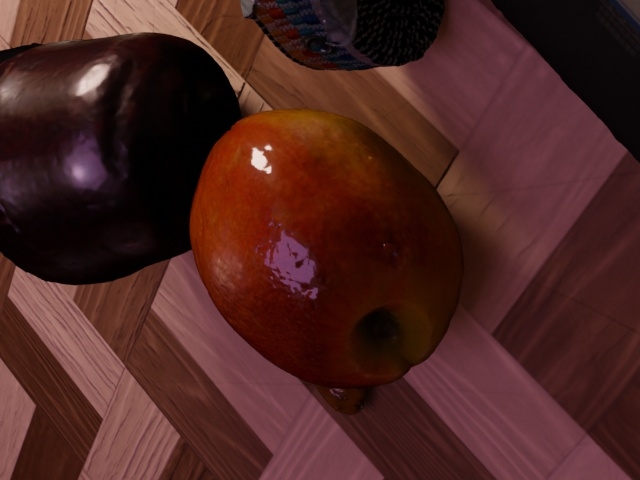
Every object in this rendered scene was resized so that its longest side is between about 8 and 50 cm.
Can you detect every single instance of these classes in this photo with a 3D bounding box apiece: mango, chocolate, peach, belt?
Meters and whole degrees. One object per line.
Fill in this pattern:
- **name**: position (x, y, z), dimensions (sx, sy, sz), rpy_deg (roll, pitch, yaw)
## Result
- **mango**: position (0.020, 0.188, 1.593), dimensions (0.077, 0.063, 0.127), rpy_deg (-36, 79, 55)
- **chocolate**: position (-0.270, -0.139, 1.562), dimensions (0.331, 0.384, 0.383), rpy_deg (-20, 92, 35)
- **peach**: position (-0.001, 0.002, 1.374), dimensions (0.372, 0.373, 0.290), rpy_deg (45, 100, 22)
- **belt**: position (0.020, -0.302, 1.263), dimensions (0.150, 0.207, 0.257), rpy_deg (2, 150, 43)

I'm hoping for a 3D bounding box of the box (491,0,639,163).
- **box**: position (0.328, -0.240, 1.048), dimensions (0.359, 0.091, 0.350), rpy_deg (51, 150, 16)
